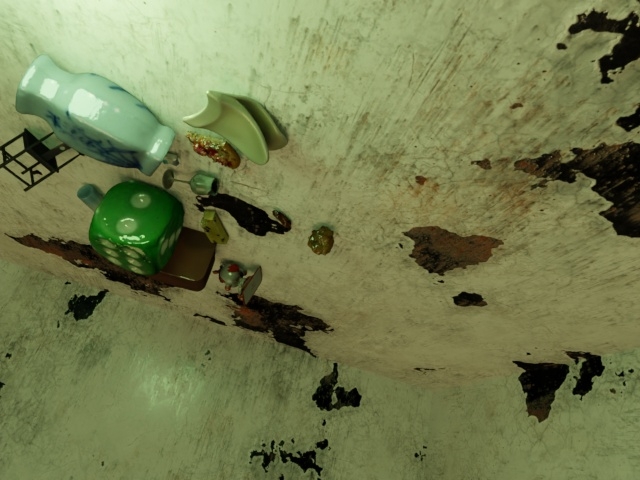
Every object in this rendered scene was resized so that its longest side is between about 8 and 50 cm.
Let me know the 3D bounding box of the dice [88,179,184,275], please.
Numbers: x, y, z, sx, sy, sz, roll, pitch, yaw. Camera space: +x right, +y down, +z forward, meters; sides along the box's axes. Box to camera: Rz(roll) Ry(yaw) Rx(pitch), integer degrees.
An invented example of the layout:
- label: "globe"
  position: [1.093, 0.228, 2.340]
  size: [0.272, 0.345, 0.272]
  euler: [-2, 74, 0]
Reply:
- label: "dice"
  position: [-0.749, -0.048, 1.811]
  size: [0.287, 0.300, 0.297]
  euler: [21, 152, -7]

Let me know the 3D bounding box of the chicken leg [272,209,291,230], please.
- label: "chicken leg"
  position: [-0.148, -0.076, 1.742]
  size: [0.062, 0.037, 0.145]
  euler: [20, 162, 44]

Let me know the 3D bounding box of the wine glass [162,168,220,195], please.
- label: "wine glass"
  position: [-0.473, -0.211, 1.606]
  size: [0.195, 0.079, 0.079]
  euler: [10, 152, 11]

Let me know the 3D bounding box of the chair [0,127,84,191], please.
- label: "chair"
  position: [-1.049, -0.327, 1.630]
  size: [0.260, 0.141, 0.155]
  euler: [-34, 145, -4]

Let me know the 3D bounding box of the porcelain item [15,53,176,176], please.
- label: "porcelain item"
  position: [-0.657, -0.362, 1.311]
  size: [0.405, 0.179, 0.242]
  euler: [27, 149, -27]

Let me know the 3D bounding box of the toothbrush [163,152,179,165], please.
- label: "toothbrush"
  position: [-0.700, -0.320, 1.557]
  size: [0.417, 0.042, 0.040]
  euler: [11, 140, 7]

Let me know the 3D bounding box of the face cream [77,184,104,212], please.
- label: "face cream"
  position: [-0.989, -0.149, 1.977]
  size: [0.077, 0.077, 0.250]
  euler: [8, 152, 14]

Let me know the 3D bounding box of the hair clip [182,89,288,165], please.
- label: "hair clip"
  position: [-0.222, -0.326, 1.252]
  size: [0.282, 0.113, 0.172]
  euler: [36, 146, -25]

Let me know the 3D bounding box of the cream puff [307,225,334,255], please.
- label: "cream puff"
  position: [0.000, 0.000, 1.727]
  size: [0.122, 0.116, 0.094]
  euler: [-18, 153, 24]

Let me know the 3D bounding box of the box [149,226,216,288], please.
- label: "box"
  position: [-0.684, 0.081, 2.088]
  size: [0.339, 0.240, 0.229]
  euler: [17, 155, -5]

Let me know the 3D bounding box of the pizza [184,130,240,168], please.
- label: "pizza"
  position: [-0.346, -0.285, 1.398]
  size: [0.193, 0.053, 0.201]
  euler: [25, 170, 10]

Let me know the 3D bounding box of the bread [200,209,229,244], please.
- label: "bread"
  position: [-0.473, -0.057, 1.923]
  size: [0.088, 0.049, 0.226]
  euler: [9, 151, 12]

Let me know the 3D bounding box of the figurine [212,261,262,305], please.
- label: "figurine"
  position: [-0.446, 0.193, 2.266]
  size: [0.226, 0.183, 0.160]
  euler: [23, 145, 12]
